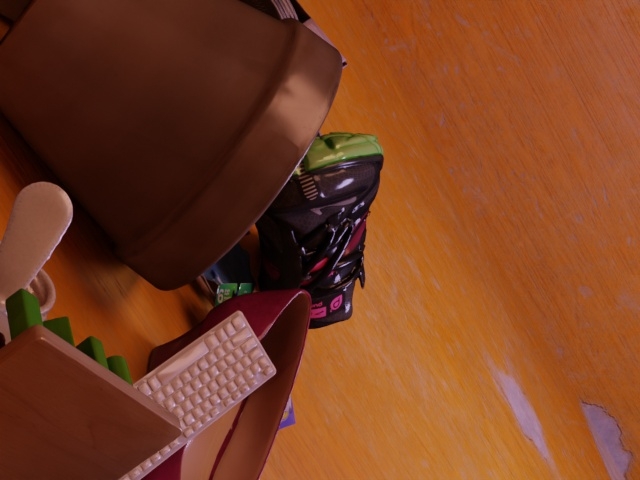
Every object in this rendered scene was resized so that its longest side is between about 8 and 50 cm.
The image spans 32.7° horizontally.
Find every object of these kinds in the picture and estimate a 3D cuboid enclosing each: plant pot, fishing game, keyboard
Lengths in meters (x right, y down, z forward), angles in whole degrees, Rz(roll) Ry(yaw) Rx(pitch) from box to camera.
[{"bbox_3d":[-0.183,-0.157,1.131,0.280,0.323,0.323,38,26,-19],"label":"plant pot"},{"bbox_3d":[-0.135,0.010,1.391,0.189,0.041,0.264,60,15,-28],"label":"fishing game"},{"bbox_3d":[-0.144,0.155,0.973,0.256,0.014,0.072,-35,103,-38],"label":"keyboard"}]

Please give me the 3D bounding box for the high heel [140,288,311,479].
[{"bbox_3d":[-0.079,0.203,1.031,0.127,0.181,0.377,45,24,-43],"label":"high heel"}]

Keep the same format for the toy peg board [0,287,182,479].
[{"bbox_3d":[-0.218,0.126,0.809,0.161,0.160,0.079,45,13,-43],"label":"toy peg board"}]

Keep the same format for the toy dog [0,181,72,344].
[{"bbox_3d":[-0.279,-0.039,0.855,0.334,0.161,0.220,55,20,-23],"label":"toy dog"}]

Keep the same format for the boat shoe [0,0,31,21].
[{"bbox_3d":[-0.299,-0.271,1.257,0.267,0.096,0.088,30,40,-45],"label":"boat shoe"}]

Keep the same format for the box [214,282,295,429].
[{"bbox_3d":[-0.077,0.137,1.288,0.105,0.043,0.179,2,76,-70],"label":"box"}]

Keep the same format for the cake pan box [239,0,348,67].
[{"bbox_3d":[-0.125,-0.243,1.356,0.246,0.267,0.070,50,46,-7],"label":"cake pan box"}]

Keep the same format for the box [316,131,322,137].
[{"bbox_3d":[-0.052,-0.148,1.691,0.087,0.058,0.232,65,18,7],"label":"box"}]

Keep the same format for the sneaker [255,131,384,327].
[{"bbox_3d":[0.000,0.000,1.381,0.483,0.185,0.202,79,2,-73],"label":"sneaker"}]
